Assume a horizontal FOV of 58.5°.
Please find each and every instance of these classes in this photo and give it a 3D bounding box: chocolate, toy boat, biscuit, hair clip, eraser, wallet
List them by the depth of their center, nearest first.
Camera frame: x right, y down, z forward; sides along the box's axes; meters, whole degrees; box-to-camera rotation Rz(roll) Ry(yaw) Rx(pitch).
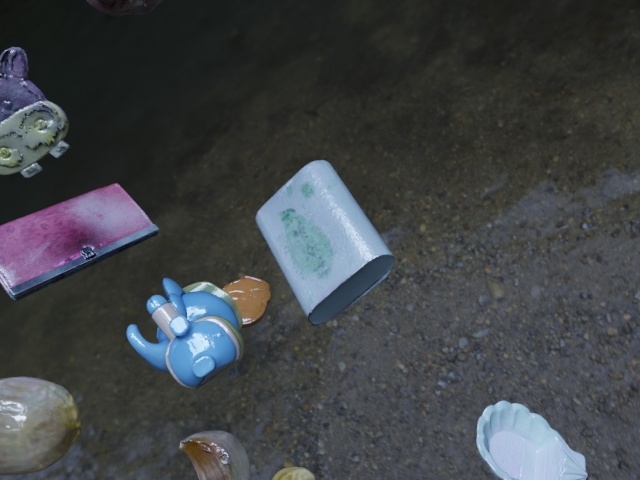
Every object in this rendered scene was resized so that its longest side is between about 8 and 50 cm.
[{"bbox_3d":[-0.466,0.227,0.724,0.309,0.134,0.134,3,50,-9],"label":"chocolate"},{"bbox_3d":[-0.438,-0.153,0.788,0.187,0.146,0.056,-30,27,14],"label":"hair clip"},{"bbox_3d":[-0.374,-0.008,0.855,0.119,0.025,0.232,45,49,16],"label":"wallet"},{"bbox_3d":[0.000,0.000,0.948,0.174,0.081,0.227,-40,57,13],"label":"eraser"},{"bbox_3d":[-0.150,0.118,1.130,0.102,0.019,0.130,3,41,5],"label":"biscuit"},{"bbox_3d":[0.475,0.500,1.333,0.199,0.290,0.100,-65,2,-37],"label":"toy boat"}]

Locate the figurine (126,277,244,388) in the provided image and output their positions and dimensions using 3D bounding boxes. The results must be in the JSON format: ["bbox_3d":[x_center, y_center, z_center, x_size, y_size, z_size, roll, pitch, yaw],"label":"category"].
[{"bbox_3d":[-0.203,0.146,0.919,0.180,0.262,0.154,27,84,0],"label":"figurine"}]

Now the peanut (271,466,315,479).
[{"bbox_3d":[-0.075,0.478,0.880,0.137,0.122,0.253,35,63,9],"label":"peanut"}]

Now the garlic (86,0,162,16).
[{"bbox_3d":[-0.271,-0.377,0.807,0.147,0.102,0.159,-27,-4,-41],"label":"garlic"}]

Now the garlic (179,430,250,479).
[{"bbox_3d":[-0.203,0.480,1.150,0.128,0.090,0.198,-17,89,4],"label":"garlic"}]
